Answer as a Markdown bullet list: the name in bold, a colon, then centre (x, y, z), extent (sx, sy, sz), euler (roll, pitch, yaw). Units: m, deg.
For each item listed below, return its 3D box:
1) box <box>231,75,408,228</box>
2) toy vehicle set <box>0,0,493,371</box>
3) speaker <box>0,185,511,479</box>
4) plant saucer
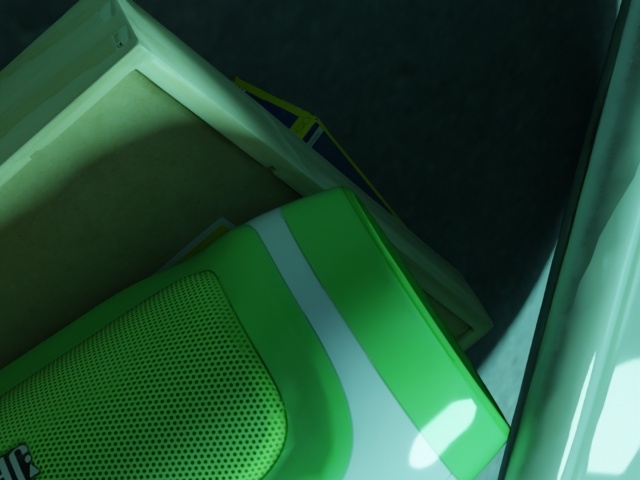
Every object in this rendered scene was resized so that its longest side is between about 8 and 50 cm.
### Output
- **box**: centre (0.000, 0.000, 0.806), extent (0.059, 0.054, 0.169), euler (-54, 142, -9)
- **toy vehicle set**: centre (-0.060, 0.027, 0.707), extent (0.166, 0.035, 0.267), euler (-39, 142, 11)
- **speaker**: centre (-0.084, 0.105, 0.642), extent (0.296, 0.131, 0.131), euler (-34, 141, 3)
- **plant saucer**: centre (0.150, 0.024, 0.799), extent (0.400, 0.100, 0.400), euler (14, 90, -84)
